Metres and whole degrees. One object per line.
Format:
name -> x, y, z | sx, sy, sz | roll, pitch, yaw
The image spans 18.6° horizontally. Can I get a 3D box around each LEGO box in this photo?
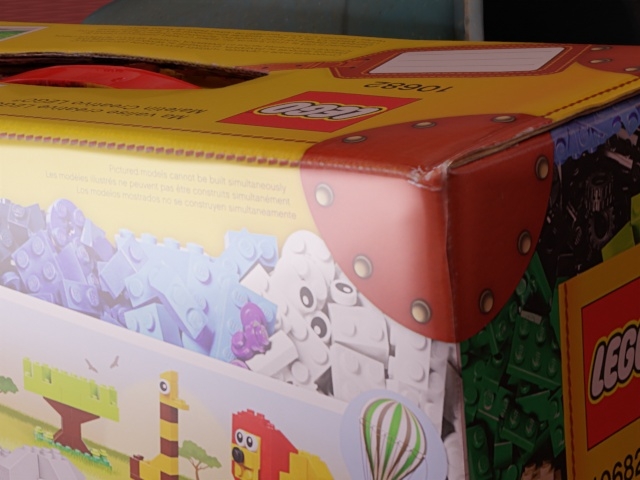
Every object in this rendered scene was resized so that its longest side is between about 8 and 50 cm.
LEGO box -> -0.080, 0.104, 0.858 | 0.500, 0.372, 0.193 | 7, 19, 39

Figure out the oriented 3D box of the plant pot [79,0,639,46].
plant pot -> 0.044, -0.044, 1.050 | 0.334, 0.341, 0.341 | -12, 8, 38
